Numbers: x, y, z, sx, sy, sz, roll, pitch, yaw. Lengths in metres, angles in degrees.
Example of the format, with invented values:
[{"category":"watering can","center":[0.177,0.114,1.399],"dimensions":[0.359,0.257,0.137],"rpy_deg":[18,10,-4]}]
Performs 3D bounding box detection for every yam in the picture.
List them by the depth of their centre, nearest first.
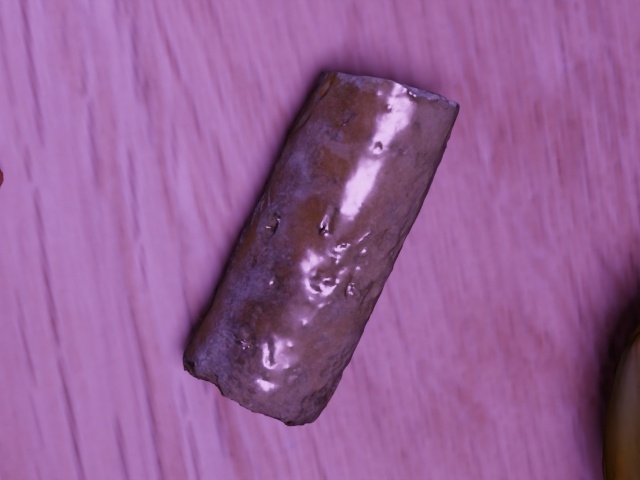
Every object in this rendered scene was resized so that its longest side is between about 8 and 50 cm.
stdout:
[{"category":"yam","center":[0.000,0.000,0.905],"dimensions":[0.078,0.078,0.179],"rpy_deg":[20,103,-18]}]

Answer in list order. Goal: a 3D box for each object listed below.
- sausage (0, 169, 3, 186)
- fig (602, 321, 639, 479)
[{"category":"sausage","center":[-0.206,-0.071,0.859],"dimensions":[0.042,0.036,0.158],"rpy_deg":[-49,114,-26]},{"category":"fig","center":[0.252,0.119,0.916],"dimensions":[0.239,0.239,0.271],"rpy_deg":[-37,110,2]}]
